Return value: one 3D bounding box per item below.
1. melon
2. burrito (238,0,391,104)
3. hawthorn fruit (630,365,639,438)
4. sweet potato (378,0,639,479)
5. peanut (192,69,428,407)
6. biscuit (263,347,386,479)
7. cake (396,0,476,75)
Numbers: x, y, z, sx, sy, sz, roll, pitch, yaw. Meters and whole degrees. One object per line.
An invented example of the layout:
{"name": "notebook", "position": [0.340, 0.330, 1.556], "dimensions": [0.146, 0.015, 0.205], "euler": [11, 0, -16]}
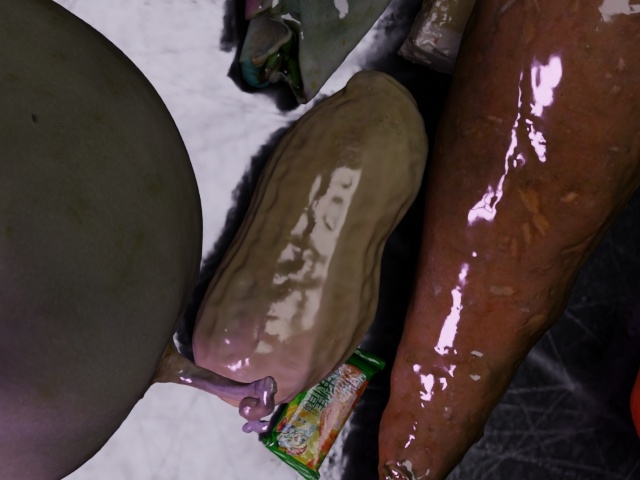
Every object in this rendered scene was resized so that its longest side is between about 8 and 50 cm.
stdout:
{"name": "melon", "position": [-0.194, -0.008, 0.485], "dimensions": [0.272, 0.272, 0.308], "euler": [-46, 108, -10]}
{"name": "burrito", "position": [0.042, -0.223, 0.641], "dimensions": [0.096, 0.066, 0.309], "euler": [35, 84, -13]}
{"name": "hawthorn fruit", "position": [0.277, 0.099, 0.640], "dimensions": [0.148, 0.172, 0.148], "euler": [-5, 104, -19]}
{"name": "sweet potato", "position": [0.116, -0.029, 0.604], "dimensions": [0.131, 0.130, 0.422], "euler": [16, 107, -13]}
{"name": "peanut", "position": [0.000, 0.000, 0.614], "dimensions": [0.099, 0.090, 0.214], "euler": [26, 84, -15]}
{"name": "biscuit", "position": [0.001, 0.102, 0.650], "dimensions": [0.046, 0.016, 0.089], "euler": [33, 82, -11]}
{"name": "cake", "position": [0.088, -0.165, 0.658], "dimensions": [0.065, 0.052, 0.121], "euler": [5, 88, -11]}
